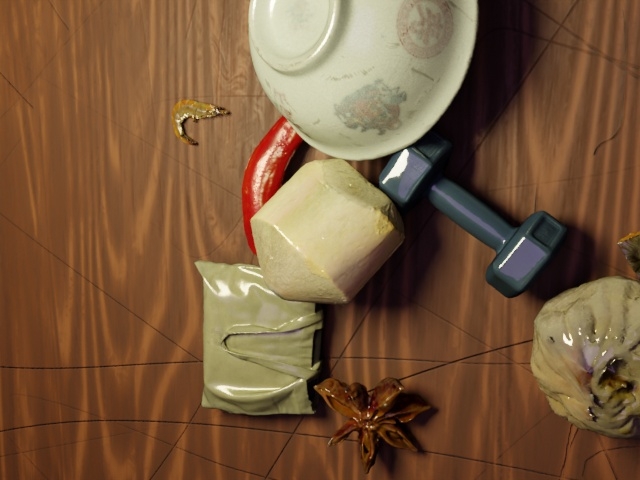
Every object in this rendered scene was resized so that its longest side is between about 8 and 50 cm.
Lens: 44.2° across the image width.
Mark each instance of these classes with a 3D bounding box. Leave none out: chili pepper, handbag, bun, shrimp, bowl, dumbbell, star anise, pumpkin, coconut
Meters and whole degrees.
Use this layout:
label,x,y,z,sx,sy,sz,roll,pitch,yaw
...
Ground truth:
label,x,y,z,sx,sy,sz,roll,pitch,yaw
chili pepper,-0.080,-0.100,1.486,0.136,0.092,0.369,12,107,3
handbag,-0.119,0.198,1.530,0.253,0.109,0.316,3,103,11
bun,0.464,0.191,1.266,0.281,0.205,0.282,4,100,22
shrimp,-0.238,-0.234,1.552,0.127,0.025,0.091,0,100,25
bowl,0.015,-0.348,1.252,0.434,0.196,0.435,2,93,38
dumbbell,0.251,-0.049,1.337,0.316,0.156,0.144,38,80,10
star anise,0.102,0.324,1.479,0.196,0.111,0.212,-29,96,28
pumpkin,0.539,0.021,1.289,0.074,0.054,0.083,-30,93,27
coconut,0.000,0.000,1.363,0.239,0.239,0.244,43,78,9
